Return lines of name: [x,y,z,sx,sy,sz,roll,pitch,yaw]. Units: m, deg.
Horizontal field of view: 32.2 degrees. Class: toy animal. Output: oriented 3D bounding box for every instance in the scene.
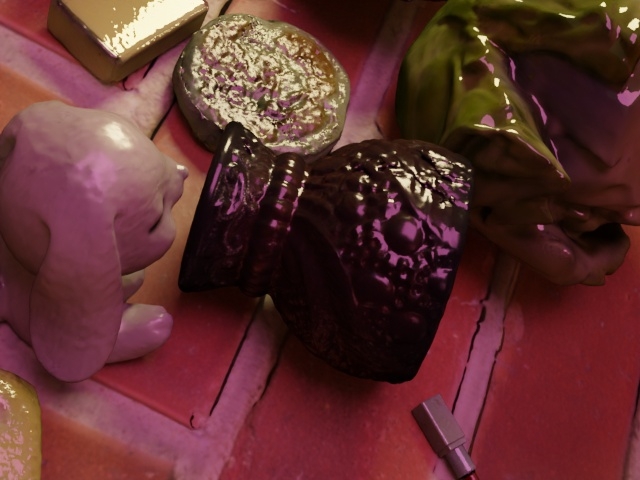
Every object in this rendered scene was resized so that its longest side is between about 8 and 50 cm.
toy animal: [-0.238,-0.014,1.072,0.206,0.265,0.272,-9,68,-27]

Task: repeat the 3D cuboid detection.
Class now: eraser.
eraser: [-0.234,-0.276,1.357,0.117,0.058,0.172,44,53,5]

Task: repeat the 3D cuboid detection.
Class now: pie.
pie: [-0.069,-0.187,1.387,0.240,0.054,0.240,10,57,-17]

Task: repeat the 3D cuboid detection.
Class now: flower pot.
flower pot: [0.000,0.000,1.191,0.267,0.266,0.266,15,55,-2]

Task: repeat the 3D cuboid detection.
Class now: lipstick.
lipstick: [0.151,0.237,1.248,0.030,0.030,0.129,-21,71,-33]

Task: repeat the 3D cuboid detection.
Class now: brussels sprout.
brussels sprout: [0.289,-0.186,1.387,0.425,0.342,0.361,-47,44,-11]

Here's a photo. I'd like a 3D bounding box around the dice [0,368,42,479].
dice: [-0.334,0.210,0.950,0.166,0.169,0.169,8,59,-21]
